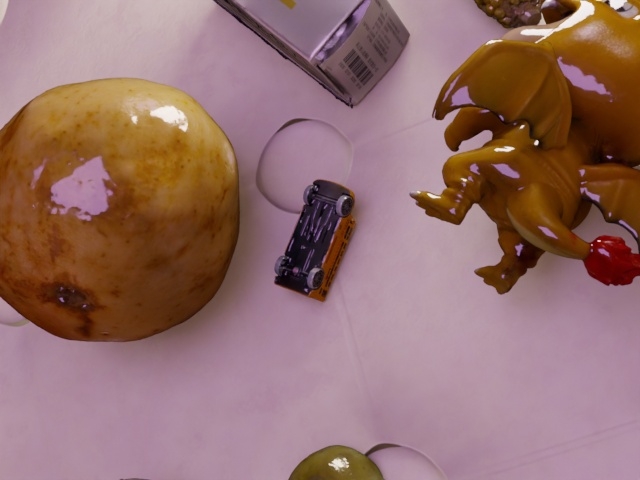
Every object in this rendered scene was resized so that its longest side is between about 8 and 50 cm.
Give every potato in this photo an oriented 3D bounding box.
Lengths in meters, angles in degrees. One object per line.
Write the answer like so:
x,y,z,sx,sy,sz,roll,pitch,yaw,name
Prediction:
-0.003,0.397,1.575,0.160,0.111,0.272,10,78,25,potato

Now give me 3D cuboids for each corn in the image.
0.204,-0.414,1.732,0.097,0.097,0.320,-42,63,6,corn

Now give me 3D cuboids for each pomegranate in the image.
-0.285,-0.065,1.686,0.410,0.410,0.410,-6,73,20,pomegranate

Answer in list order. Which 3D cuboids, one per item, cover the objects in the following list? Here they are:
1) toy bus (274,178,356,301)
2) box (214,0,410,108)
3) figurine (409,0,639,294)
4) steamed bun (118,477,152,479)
0.000,0.000,1.703,0.069,0.074,0.162,20,85,32,toy bus
-0.042,-0.354,1.762,0.333,0.173,0.145,41,93,25,box
0.327,-0.115,1.521,0.401,0.268,0.387,41,73,-7,figurine
-0.178,0.422,1.599,0.241,0.164,0.146,23,85,44,steamed bun
